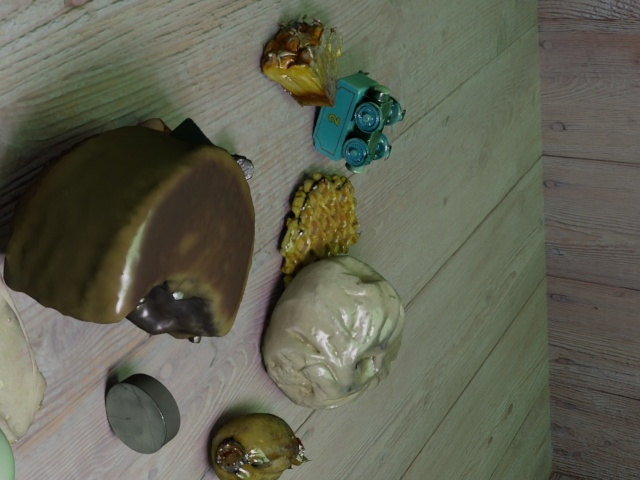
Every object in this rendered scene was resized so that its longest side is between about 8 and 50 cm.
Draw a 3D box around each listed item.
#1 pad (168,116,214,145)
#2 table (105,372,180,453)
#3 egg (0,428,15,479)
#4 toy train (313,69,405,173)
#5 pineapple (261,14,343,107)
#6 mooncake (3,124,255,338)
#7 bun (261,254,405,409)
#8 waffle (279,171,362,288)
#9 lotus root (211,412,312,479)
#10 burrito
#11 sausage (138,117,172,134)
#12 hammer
[{"bbox_3d":[-0.263,-0.113,1.545,0.193,0.004,0.116,-41,141,1],"label":"pad"},{"bbox_3d":[-0.304,0.296,1.568,0.043,0.133,0.133,-31,124,-53],"label":"table"},{"bbox_3d":[-0.513,0.315,1.153,0.269,0.220,0.220,-31,124,-51],"label":"egg"},{"bbox_3d":[0.077,-0.256,1.982,0.112,0.163,0.203,-27,143,-53],"label":"toy train"},{"bbox_3d":[-0.019,-0.361,1.872,0.236,0.114,0.186,-36,127,-53],"label":"pineapple"},{"bbox_3d":[-0.275,0.026,1.403,0.393,0.246,0.394,-49,149,-41],"label":"mooncake"},{"bbox_3d":[0.047,0.213,1.982,0.359,0.211,0.360,-30,135,-35],"label":"bun"},{"bbox_3d":[0.002,-0.010,2.053,0.281,0.058,0.301,25,79,-57],"label":"waffle"},{"bbox_3d":[-0.121,0.432,1.897,0.278,0.154,0.154,16,85,-57],"label":"lotus root"},{"bbox_3d":[-0.479,0.135,1.275,0.143,0.105,0.299,-57,141,-49],"label":"burrito"},{"bbox_3d":[-0.241,-0.122,1.616,0.234,0.071,0.071,48,58,-51],"label":"sausage"},{"bbox_3d":[-0.193,0.017,1.727,0.043,0.111,0.365,13,95,-18],"label":"hammer"}]
